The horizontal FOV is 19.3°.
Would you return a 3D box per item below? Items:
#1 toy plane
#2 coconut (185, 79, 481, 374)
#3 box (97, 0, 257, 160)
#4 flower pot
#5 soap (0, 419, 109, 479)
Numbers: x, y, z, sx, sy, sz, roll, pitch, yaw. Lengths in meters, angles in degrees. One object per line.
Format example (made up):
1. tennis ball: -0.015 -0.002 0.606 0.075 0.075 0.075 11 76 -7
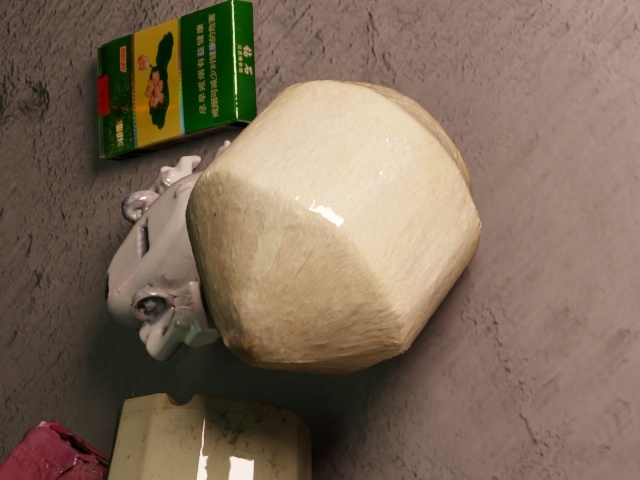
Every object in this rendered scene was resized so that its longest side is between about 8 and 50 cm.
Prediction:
1. toy plane: -0.133 0.008 1.910 0.244 0.117 0.245 -36 45 46
2. coconut: 0.000 0.000 1.646 0.237 0.237 0.266 -7 37 46
3. box: -0.156 -0.168 2.005 0.235 0.034 0.132 -12 78 46
4. flower pot: -0.109 0.289 1.772 0.290 0.290 0.259 -16 62 45
5. soap: -0.286 0.335 1.989 0.112 0.182 0.289 22 107 48
